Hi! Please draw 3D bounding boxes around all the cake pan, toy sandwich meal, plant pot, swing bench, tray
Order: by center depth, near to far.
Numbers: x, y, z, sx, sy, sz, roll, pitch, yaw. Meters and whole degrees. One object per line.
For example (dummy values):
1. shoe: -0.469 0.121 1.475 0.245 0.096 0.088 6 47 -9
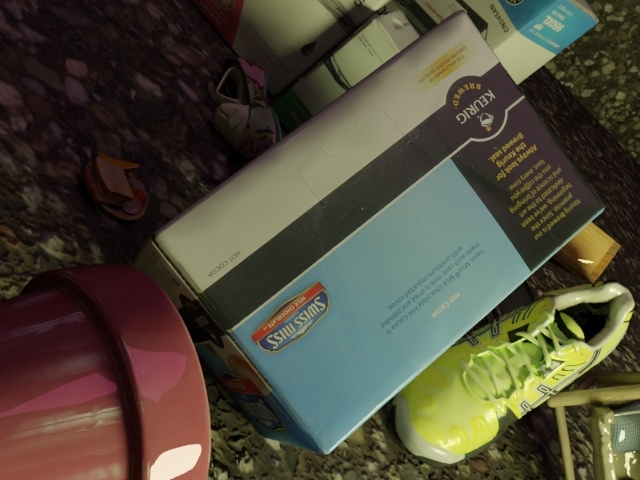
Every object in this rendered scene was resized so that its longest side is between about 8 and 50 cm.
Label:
1. plant pot: -0.199 0.122 0.592 0.180 0.201 0.201 -8 64 -43
2. toy sandwich meal: -0.208 -0.058 0.944 0.086 0.029 0.085 38 31 -28
3. swing bench: 0.467 0.309 1.250 0.165 0.255 0.253 -13 94 -61
4. tray: 0.266 -0.067 1.436 0.203 0.076 0.411 34 2 -21
5. cake pan: 0.317 0.119 1.443 0.293 0.054 0.293 60 13 -23

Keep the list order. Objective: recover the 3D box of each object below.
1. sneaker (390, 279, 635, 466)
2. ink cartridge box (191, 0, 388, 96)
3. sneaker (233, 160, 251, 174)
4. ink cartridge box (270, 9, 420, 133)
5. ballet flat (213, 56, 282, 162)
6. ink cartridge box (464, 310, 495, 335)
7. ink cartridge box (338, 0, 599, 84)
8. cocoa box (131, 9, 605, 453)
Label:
1. sneaker: 0.244 0.145 1.164 0.385 0.147 0.145 -28 69 -32
2. ink cartridge box: -0.020 -0.383 1.342 0.207 0.283 0.117 49 27 -8
3. sneaker: 0.000 0.000 1.123 0.271 0.108 0.100 46 30 -12
4. ink cartridge box: 0.048 -0.239 1.363 0.087 0.208 0.153 53 27 -2
5. ballet flat: -0.103 -0.172 1.212 0.079 0.077 0.221 16 36 -23
6. ink cartridge box: 0.172 0.025 1.314 0.193 0.088 0.234 60 13 -53
7. ink cartridge box: 0.239 -0.391 1.644 0.166 0.395 0.285 6 52 -52
8. cocoa box: 0.035 -0.001 0.861 0.228 0.347 0.231 53 -18 -4
